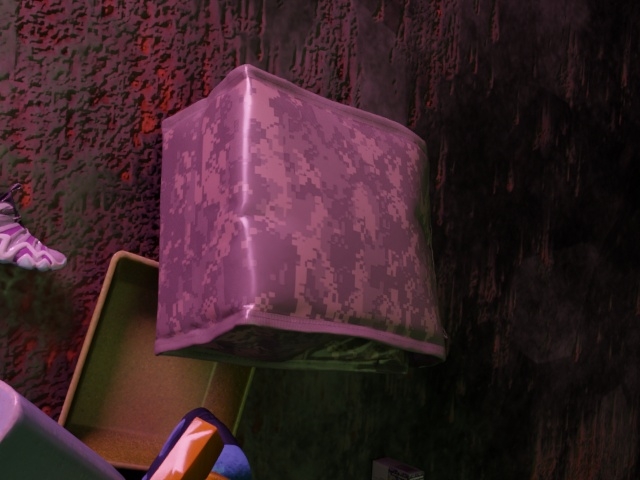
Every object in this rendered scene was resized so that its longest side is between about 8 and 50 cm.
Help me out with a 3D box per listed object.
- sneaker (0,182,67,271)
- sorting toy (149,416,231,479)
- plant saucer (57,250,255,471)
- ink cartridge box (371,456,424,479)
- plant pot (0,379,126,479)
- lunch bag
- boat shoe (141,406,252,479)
[{"bbox_3d":[-0.253,-0.013,0.683,0.098,0.038,0.069,14,87,-40],"label":"sneaker"},{"bbox_3d":[-0.159,0.275,0.545,0.307,0.041,0.229,-53,152,-31],"label":"sorting toy"},{"bbox_3d":[-0.152,0.122,0.780,0.188,0.045,0.188,23,80,-39],"label":"plant saucer"},{"bbox_3d":[0.090,0.329,0.996,0.029,0.063,0.115,1,95,-41],"label":"ink cartridge box"},{"bbox_3d":[-0.270,0.219,0.574,0.248,0.247,0.252,-59,143,-18],"label":"plant pot"},{"bbox_3d":[0.000,0.000,0.781,0.287,0.169,0.235,13,65,-39],"label":"lunch bag"},{"bbox_3d":[-0.138,0.261,0.748,0.109,0.089,0.258,20,115,-40],"label":"boat shoe"}]
